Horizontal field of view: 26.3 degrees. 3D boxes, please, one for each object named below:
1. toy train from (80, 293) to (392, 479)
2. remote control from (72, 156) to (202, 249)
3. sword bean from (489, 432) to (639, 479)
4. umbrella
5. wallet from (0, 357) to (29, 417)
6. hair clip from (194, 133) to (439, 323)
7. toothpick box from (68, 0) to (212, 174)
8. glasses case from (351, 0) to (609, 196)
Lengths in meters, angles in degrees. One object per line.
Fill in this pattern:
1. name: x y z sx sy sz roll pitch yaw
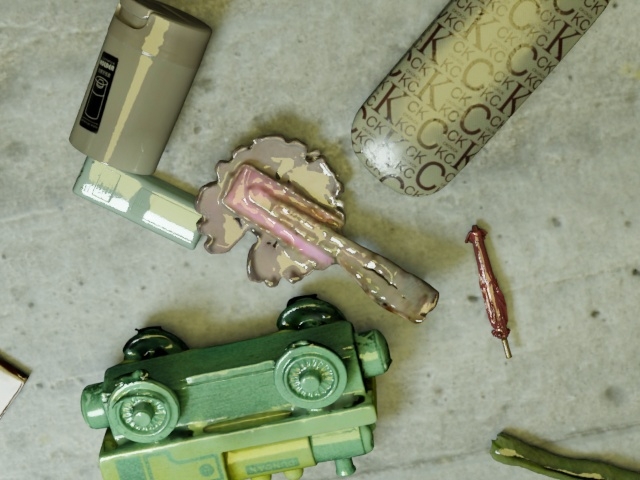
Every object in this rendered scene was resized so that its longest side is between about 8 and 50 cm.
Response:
1. toy train: -0.088 0.210 1.609 0.369 0.150 0.237 -11 110 6
2. remote control: -0.210 -0.048 1.611 0.162 0.029 0.061 25 101 -3
3. sword bean: 0.334 0.282 1.651 0.269 0.038 0.043 14 108 1
4. umbrella: 0.201 0.061 1.616 0.027 0.025 0.165 -11 100 25
5. wallet: -0.452 0.152 1.671 0.176 0.026 0.095 35 96 -6
6. hair clip: 0.002 0.001 1.587 0.300 0.069 0.173 34 95 4
7. toothpick box: -0.203 -0.177 1.541 0.111 0.111 0.181 23 104 -2
8. glasses case: 0.179 -0.202 1.527 0.137 0.085 0.355 40 102 -7
